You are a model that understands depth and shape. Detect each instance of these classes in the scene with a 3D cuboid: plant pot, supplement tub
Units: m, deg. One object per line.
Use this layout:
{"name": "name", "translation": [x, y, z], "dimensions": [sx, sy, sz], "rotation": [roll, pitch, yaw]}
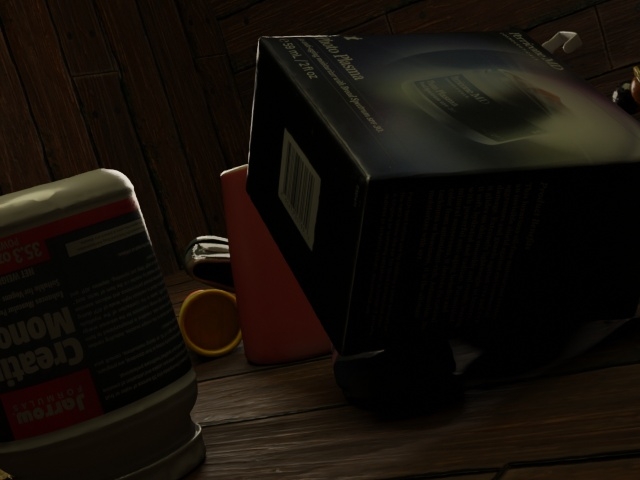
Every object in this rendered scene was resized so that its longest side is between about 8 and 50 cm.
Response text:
{"name": "plant pot", "translation": [0.000, 0.000, 1.376], "dimensions": [0.275, 0.243, 0.275], "rotation": [-17, 4, 1]}
{"name": "supplement tub", "translation": [-0.221, 0.088, 0.946], "dimensions": [0.191, 0.272, 0.191], "rotation": [-18, 4, 1]}

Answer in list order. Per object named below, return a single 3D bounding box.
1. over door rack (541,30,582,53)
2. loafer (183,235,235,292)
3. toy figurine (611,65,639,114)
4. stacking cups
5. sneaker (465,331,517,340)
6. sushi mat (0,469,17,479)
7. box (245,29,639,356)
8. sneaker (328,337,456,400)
{"name": "over door rack", "translation": [0.314, -0.162, 1.734], "dimensions": [0.324, 0.239, 0.108], "rotation": [-31, 25, 12]}
{"name": "loafer", "translation": [-0.069, 0.059, 1.554], "dimensions": [0.267, 0.096, 0.084], "rotation": [10, 14, -6]}
{"name": "toy figurine", "translation": [0.468, -0.136, 1.434], "dimensions": [0.148, 0.209, 0.213], "rotation": [-6, 5, 7]}
{"name": "stacking cups", "translation": [-0.180, 0.114, 1.630], "dimensions": [0.096, 0.096, 0.316], "rotation": [-18, 4, -11]}
{"name": "sneaker", "translation": [0.178, 0.054, 1.139], "dimensions": [0.110, 0.107, 0.275], "rotation": [-43, -7, 26]}
{"name": "sushi mat", "translation": [-0.370, 0.247, 1.202], "dimensions": [0.151, 0.019, 0.316], "rotation": [-18, 5, -24]}
{"name": "box", "translation": [0.114, -0.064, 0.997], "dimensions": [0.294, 0.183, 0.296], "rotation": [-5, 34, -20]}
{"name": "sneaker", "translation": [0.049, 0.068, 1.053], "dimensions": [0.112, 0.131, 0.319], "rotation": [-16, 6, -5]}
